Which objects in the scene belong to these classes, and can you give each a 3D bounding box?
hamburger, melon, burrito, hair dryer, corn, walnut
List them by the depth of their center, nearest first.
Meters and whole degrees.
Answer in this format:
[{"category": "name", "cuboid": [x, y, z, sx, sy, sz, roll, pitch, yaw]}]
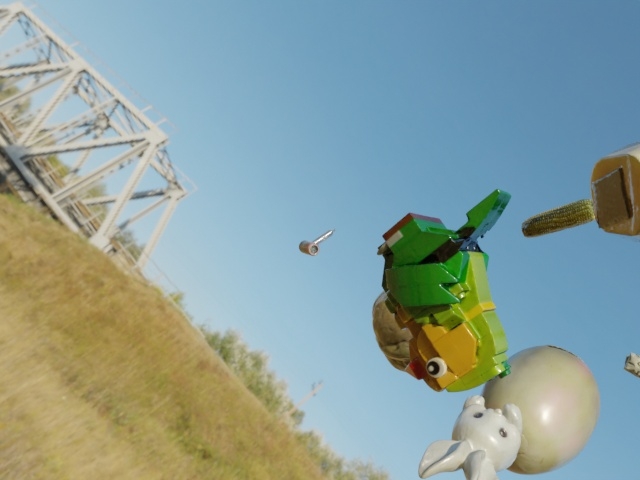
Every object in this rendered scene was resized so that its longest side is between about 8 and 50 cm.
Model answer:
[{"category": "melon", "cuboid": [0.454, 0.346, 1.156, 0.223, 0.317, 0.223, 22, -57, 38]}, {"category": "hamburger", "cuboid": [0.713, -0.105, 1.211, 0.295, 0.151, 0.227, -102, -171, -83]}, {"category": "walnut", "cuboid": [0.244, 0.216, 1.393, 0.248, 0.248, 0.248, 42, -25, 25]}, {"category": "corn", "cuboid": [0.651, -0.057, 1.517, 0.203, 0.072, 0.072, -21, -72, 32]}, {"category": "hair dryer", "cuboid": [0.000, 0.000, 1.519, 0.063, 0.114, 0.037, 13, -46, 62]}, {"category": "burrito", "cuboid": [1.041, 0.425, 1.711, 0.203, 0.064, 0.064, 33, -29, 28]}]

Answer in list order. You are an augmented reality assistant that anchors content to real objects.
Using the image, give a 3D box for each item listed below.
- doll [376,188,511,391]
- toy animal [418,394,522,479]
[{"category": "doll", "cuboid": [0.128, 0.055, 0.547, 0.134, 0.106, 0.186, -10, -98, 32]}, {"category": "toy animal", "cuboid": [0.235, 0.299, 0.820, 0.103, 0.131, 0.220, 28, 3, 27]}]
